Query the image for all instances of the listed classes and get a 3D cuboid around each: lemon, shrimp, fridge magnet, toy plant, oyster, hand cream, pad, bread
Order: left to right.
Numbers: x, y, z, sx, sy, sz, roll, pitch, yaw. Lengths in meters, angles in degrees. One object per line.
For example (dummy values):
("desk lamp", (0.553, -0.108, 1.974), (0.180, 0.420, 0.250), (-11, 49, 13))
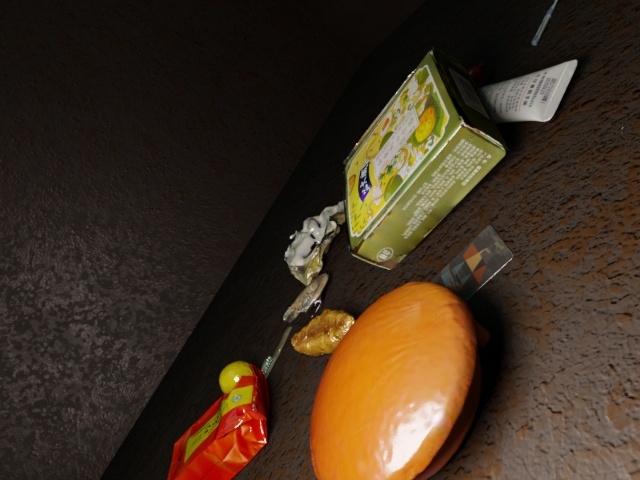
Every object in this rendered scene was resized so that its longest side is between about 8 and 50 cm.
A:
("lemon", (-0.250, 0.420, 1.532), (0.133, 0.109, 0.109), (-36, 22, 25))
("shrimp", (-0.044, 0.192, 1.531), (0.219, 0.046, 0.152), (-47, 14, 21))
("oyster", (0.001, 0.001, 1.692), (0.238, 0.115, 0.351), (-22, 39, 47))
("bread", (0.019, 0.224, 1.224), (0.233, 0.076, 0.105), (-29, 41, 43))
("fridge magnet", (0.111, 0.231, 0.800), (0.363, 0.155, 0.363), (-48, 17, 21))
("toy plant", (0.385, -0.396, 1.446), (0.240, 0.088, 0.154), (-55, -1, -30))
("pad", (0.266, 0.071, 0.967), (0.211, 0.003, 0.143), (-48, 17, 19))
("hand cream", (0.434, -0.326, 1.156), (0.140, 0.089, 0.314), (-63, 20, -1))

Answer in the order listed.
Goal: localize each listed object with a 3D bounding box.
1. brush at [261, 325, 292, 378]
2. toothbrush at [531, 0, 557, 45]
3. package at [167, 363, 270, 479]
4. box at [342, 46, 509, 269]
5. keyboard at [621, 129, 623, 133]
("brush", (-0.140, 0.338, 1.533), (0.034, 0.027, 0.190), (-24, 33, 57))
("toothbrush", (0.605, -0.598, 1.353), (0.219, 0.016, 0.019), (-60, 15, -20))
("package", (-0.260, 0.520, 1.326), (0.423, 0.123, 0.196), (-49, 19, 16))
("box", (0.219, -0.198, 1.229), (0.420, 0.138, 0.373), (-52, 26, 35))
("keyboard", (0.558, -0.218, 0.657), (0.103, 0.041, 0.381), (-58, 16, -14))
